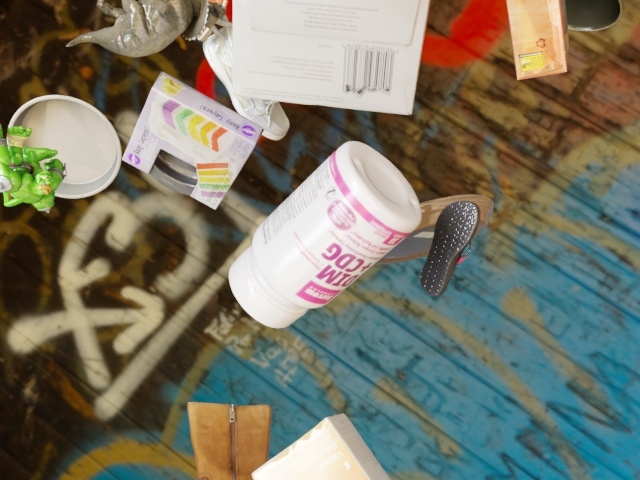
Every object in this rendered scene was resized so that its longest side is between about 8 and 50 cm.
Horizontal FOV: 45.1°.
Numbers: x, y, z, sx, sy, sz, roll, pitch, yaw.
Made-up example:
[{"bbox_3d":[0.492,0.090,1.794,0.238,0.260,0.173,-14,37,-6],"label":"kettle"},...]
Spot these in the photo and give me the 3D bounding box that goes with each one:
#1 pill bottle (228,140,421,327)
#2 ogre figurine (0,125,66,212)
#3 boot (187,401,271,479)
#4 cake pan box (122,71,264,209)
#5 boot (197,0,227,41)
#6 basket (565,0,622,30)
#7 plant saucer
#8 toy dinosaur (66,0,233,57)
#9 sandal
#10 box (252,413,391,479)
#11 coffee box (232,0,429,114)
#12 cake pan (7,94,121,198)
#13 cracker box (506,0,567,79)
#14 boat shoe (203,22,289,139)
[{"bbox_3d":[0.000,0.000,1.155,0.283,0.160,0.160,-43,-4,27],"label":"pill bottle"},{"bbox_3d":[-0.521,-0.122,1.369,0.197,0.097,0.118,97,167,-72],"label":"ogre figurine"},{"bbox_3d":[-0.198,0.384,1.238,0.096,0.264,0.280,105,161,-52],"label":"boot"},{"bbox_3d":[-0.286,-0.209,1.688,0.267,0.245,0.070,-48,16,47],"label":"cake pan box"},{"bbox_3d":[-0.281,-0.559,1.861,0.158,0.084,0.059,-47,34,31],"label":"boot"},{"bbox_3d":[0.435,-0.499,1.284,0.154,0.204,0.227,-4,64,58],"label":"basket"},{"bbox_3d":[0.182,-0.012,1.396,0.278,0.041,0.278,-13,-16,-4],"label":"plant saucer"},{"bbox_3d":[-0.323,-0.416,1.445,0.313,0.160,0.121,-27,1,-13],"label":"toy dinosaur"},{"bbox_3d":[0.204,0.009,1.195,0.040,0.067,0.179,-11,-45,-35],"label":"sandal"},{"bbox_3d":[0.020,0.331,0.991,0.130,0.170,0.091,-40,-18,7],"label":"box"},{"bbox_3d":[0.037,-0.474,1.419,0.334,0.337,0.338,-76,-7,-48],"label":"coffee box"},{"bbox_3d":[-0.665,-0.251,2.023,0.054,0.293,0.293,-92,26,-58],"label":"cake pan"},{"bbox_3d":[0.290,-0.317,1.027,0.232,0.067,0.156,-52,-48,-61],"label":"cracker box"},{"bbox_3d":[-0.176,-0.407,2.002,0.103,0.320,0.118,-24,15,35],"label":"boat shoe"}]
